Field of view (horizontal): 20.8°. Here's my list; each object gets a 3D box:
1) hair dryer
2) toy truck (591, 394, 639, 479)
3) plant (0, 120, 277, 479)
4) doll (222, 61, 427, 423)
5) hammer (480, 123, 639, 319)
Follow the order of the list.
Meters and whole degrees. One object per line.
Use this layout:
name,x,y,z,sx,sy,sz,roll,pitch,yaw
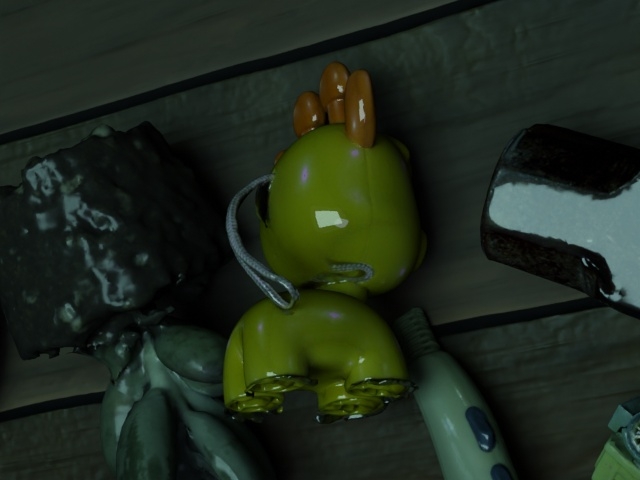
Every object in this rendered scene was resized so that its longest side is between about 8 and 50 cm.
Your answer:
hair dryer,0.131,0.149,0.954,0.296,0.119,0.298,140,116,-64
toy truck,0.225,0.162,0.978,0.169,0.077,0.100,40,119,23
plant,-0.110,0.063,1.135,0.149,0.146,0.274,-35,75,45
doll,0.000,0.000,1.071,0.143,0.135,0.221,137,136,-62
hammer,0.254,-0.140,0.964,0.242,0.095,0.408,18,94,28
